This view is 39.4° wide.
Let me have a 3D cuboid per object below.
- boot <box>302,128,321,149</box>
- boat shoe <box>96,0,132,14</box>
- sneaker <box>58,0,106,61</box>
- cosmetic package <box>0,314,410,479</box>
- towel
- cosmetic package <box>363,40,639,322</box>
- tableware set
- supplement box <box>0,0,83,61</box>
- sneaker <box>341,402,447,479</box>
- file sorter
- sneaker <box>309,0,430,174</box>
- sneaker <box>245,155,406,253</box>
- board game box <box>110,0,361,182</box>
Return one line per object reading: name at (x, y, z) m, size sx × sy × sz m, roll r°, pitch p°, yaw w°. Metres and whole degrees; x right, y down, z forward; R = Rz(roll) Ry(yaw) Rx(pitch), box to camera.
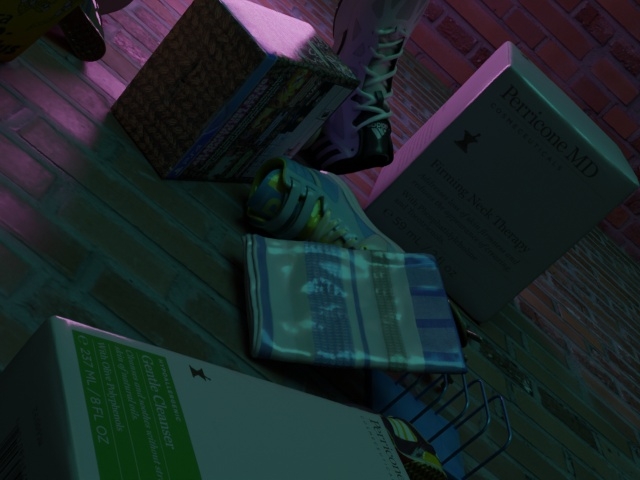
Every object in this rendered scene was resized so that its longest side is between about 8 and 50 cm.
boot at (-0.121, -0.279, 1.612) m, size 0.203 × 0.095 × 0.262 m, roll 21°, pitch 30°, yaw -47°
boat shoe at (-0.422, -0.448, 1.329) m, size 0.341 × 0.127 × 0.158 m, roll -1°, pitch 57°, yaw -60°
sneaker at (-0.365, -0.357, 1.285) m, size 0.086 × 0.064 × 0.192 m, roll -111°, pitch -178°, yaw -51°
cosmetic package at (-0.084, 0.220, 0.713) m, size 0.366 × 0.155 × 0.197 m, roll 23°, pitch 28°, yaw -41°
towel at (0.039, 0.080, 1.156) m, size 0.285 × 0.034 × 0.209 m, roll 7°, pitch 42°, yaw -14°
cosmetic package at (0.345, -0.124, 1.760) m, size 0.329 × 0.393 × 0.327 m, roll 42°, pitch 22°, yaw -5°
tableware set at (0.186, 0.139, 1.316) m, size 0.194 × 0.039 × 0.128 m, roll 97°, pitch -30°, yaw -68°
supplement box at (-0.447, -0.413, 1.043) m, size 0.356 × 0.195 × 0.194 m, roll 61°, pitch 24°, yaw 4°
sneaker at (0.073, 0.242, 1.080) m, size 0.185 × 0.069 × 0.084 m, roll 41°, pitch 12°, yaw -25°
file sorter at (0.158, 0.222, 1.203) m, size 0.170 × 0.104 × 0.118 m, roll 38°, pitch 22°, yaw -16°
sneaker at (0.113, -0.287, 1.603) m, size 0.169 × 0.447 × 0.257 m, roll -2°, pitch 55°, yaw -36°
sneaker at (0.000, 0.000, 1.300) m, size 0.208 × 0.127 × 0.319 m, roll 19°, pitch 26°, yaw -49°
board game box at (-0.117, -0.216, 1.324) m, size 0.141 × 0.232 × 0.291 m, roll 51°, pitch 22°, yaw 17°
